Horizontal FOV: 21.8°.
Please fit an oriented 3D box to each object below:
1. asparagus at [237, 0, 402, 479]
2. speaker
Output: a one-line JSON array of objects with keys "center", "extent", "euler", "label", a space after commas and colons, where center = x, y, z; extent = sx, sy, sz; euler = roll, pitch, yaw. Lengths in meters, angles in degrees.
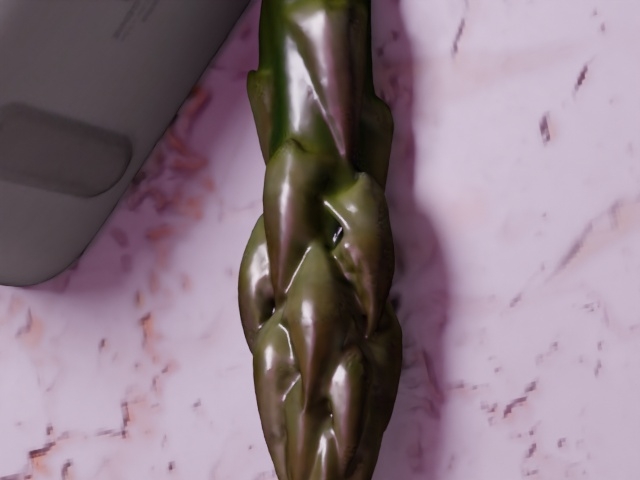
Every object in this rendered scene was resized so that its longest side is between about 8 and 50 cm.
[{"center": [0.000, 0.000, 0.755], "extent": [0.080, 0.080, 0.287], "euler": [-7, 77, 19], "label": "asparagus"}, {"center": [-0.122, -0.176, 0.746], "extent": [0.183, 0.184, 0.406], "euler": [38, 100, 18], "label": "speaker"}]
